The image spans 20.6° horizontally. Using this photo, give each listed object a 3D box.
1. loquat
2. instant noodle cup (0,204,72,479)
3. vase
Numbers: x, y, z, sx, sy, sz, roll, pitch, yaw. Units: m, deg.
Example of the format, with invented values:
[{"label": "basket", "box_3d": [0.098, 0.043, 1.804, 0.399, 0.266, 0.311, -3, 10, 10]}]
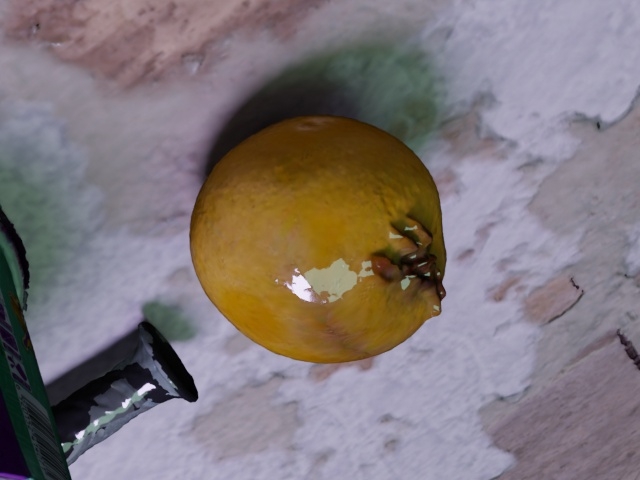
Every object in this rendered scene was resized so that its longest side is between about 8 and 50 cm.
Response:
[{"label": "loquat", "box_3d": [0.000, 0.000, 0.952, 0.141, 0.141, 0.141, -19, 139, -17]}, {"label": "instant noodle cup", "box_3d": [-0.232, 0.111, 0.863, 0.251, 0.190, 0.251, -19, 139, -17]}, {"label": "vase", "box_3d": [-0.154, 0.114, 1.027, 0.167, 0.059, 0.059, -34, 142, 0]}]
